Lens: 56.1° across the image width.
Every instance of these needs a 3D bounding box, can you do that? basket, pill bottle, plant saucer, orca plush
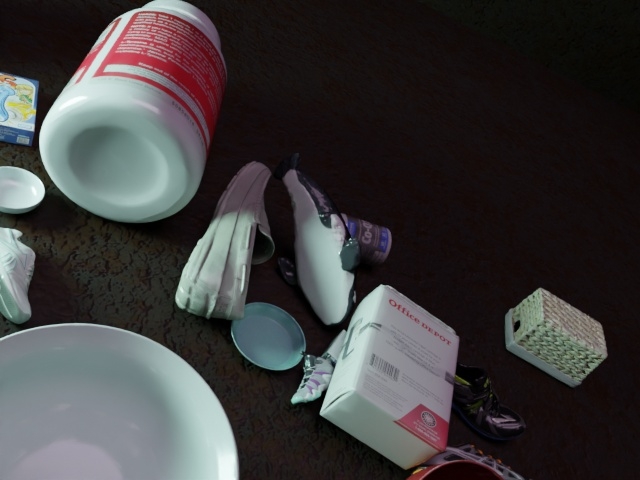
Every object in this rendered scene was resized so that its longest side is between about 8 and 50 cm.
[{"bbox_3d":[0.462,0.187,1.180,0.167,0.103,0.113,30,37,-5],"label":"basket"},{"bbox_3d":[0.055,-0.005,1.109,0.137,0.078,0.078,17,41,-21],"label":"pill bottle"},{"bbox_3d":[-0.080,0.146,0.894,0.119,0.021,0.119,20,39,-18],"label":"plant saucer"},{"bbox_3d":[0.000,0.000,1.021,0.287,0.151,0.102,59,25,15],"label":"orca plush"},{"bbox_3d":[-0.279,-0.238,0.992,0.229,0.229,0.407,21,40,-17],"label":"pill bottle"}]

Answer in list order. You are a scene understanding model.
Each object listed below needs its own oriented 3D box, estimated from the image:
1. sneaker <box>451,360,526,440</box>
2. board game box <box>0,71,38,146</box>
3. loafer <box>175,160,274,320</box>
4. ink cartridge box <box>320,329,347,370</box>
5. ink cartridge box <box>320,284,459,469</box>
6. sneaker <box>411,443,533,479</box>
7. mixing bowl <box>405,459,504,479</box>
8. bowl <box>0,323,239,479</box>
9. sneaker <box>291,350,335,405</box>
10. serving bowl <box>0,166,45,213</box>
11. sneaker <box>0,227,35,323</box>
[{"bbox_3d":[0.257,0.254,0.978,0.188,0.078,0.067,39,38,5],"label":"sneaker"},{"bbox_3d":[-0.552,-0.222,0.932,0.201,0.035,0.136,8,45,-30],"label":"board game box"},{"bbox_3d":[-0.126,-0.004,0.953,0.112,0.112,0.319,23,48,-7],"label":"loafer"},{"bbox_3d":[0.059,0.199,0.932,0.115,0.029,0.063,42,38,2],"label":"ink cartridge box"},{"bbox_3d":[0.109,0.192,0.881,0.159,0.092,0.217,35,40,-8],"label":"ink cartridge box"},{"bbox_3d":[0.227,0.338,0.867,0.215,0.084,0.083,20,35,-16],"label":"sneaker"},{"bbox_3d":[0.148,0.359,0.746,0.182,0.098,0.181,3,80,-20],"label":"mixing bowl"},{"bbox_3d":[-0.241,0.239,0.585,0.298,0.134,0.297,20,39,-17],"label":"bowl"},{"bbox_3d":[-0.017,0.193,0.865,0.098,0.038,0.069,-12,75,-54],"label":"sneaker"},{"bbox_3d":[-0.439,-0.067,0.854,0.083,0.027,0.083,20,39,-17],"label":"serving bowl"},{"bbox_3d":[-0.388,0.037,0.761,0.061,0.053,0.152,-7,53,-44],"label":"sneaker"}]
